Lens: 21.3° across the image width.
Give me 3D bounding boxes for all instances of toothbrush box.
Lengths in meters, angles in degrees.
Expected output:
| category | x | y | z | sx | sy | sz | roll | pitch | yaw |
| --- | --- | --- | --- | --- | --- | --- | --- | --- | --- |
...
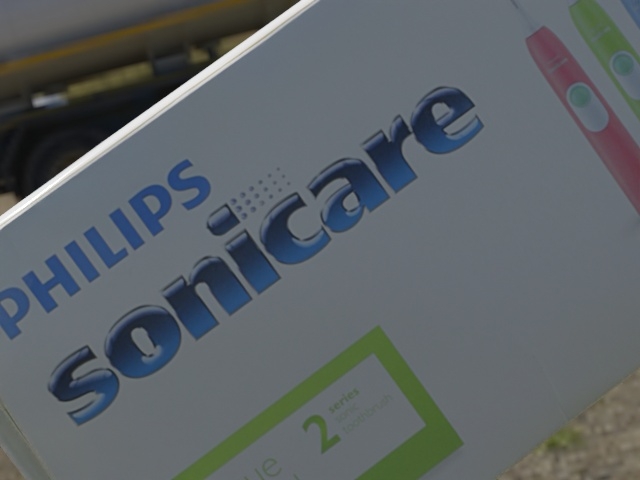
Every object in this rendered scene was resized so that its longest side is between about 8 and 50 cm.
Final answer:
| category | x | y | z | sx | sy | sz | roll | pitch | yaw |
| --- | --- | --- | --- | --- | --- | --- | --- | --- | --- |
| toothbrush box | 0.000 | 0.000 | 0.517 | 0.206 | 0.122 | 0.283 | -36 | 3 | -8 |
